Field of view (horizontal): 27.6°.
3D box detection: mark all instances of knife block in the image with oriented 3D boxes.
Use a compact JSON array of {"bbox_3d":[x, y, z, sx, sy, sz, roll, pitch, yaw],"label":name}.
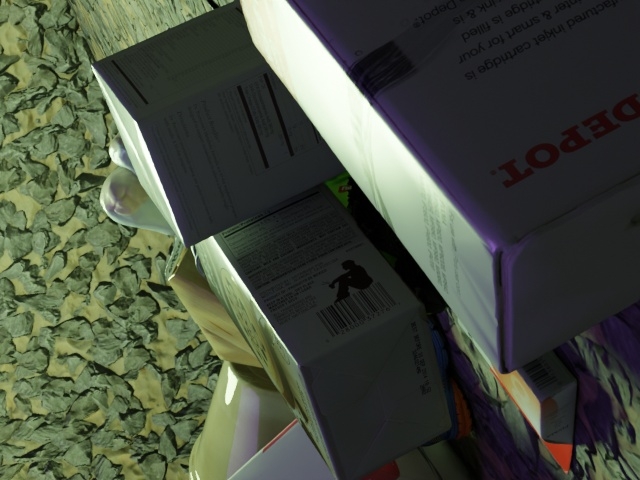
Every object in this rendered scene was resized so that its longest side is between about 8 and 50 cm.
[{"bbox_3d":[-0.030,0.098,1.623,0.242,0.088,0.276,6,146,25],"label":"knife block"}]

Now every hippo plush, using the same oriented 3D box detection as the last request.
[{"bbox_3d":[-0.142,-0.048,1.723,0.236,0.234,0.294,29,121,50],"label":"hippo plush"}]

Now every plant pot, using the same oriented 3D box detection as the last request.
[{"bbox_3d":[-0.050,0.284,2.020,0.323,0.323,0.280,-131,34,-50],"label":"plant pot"}]

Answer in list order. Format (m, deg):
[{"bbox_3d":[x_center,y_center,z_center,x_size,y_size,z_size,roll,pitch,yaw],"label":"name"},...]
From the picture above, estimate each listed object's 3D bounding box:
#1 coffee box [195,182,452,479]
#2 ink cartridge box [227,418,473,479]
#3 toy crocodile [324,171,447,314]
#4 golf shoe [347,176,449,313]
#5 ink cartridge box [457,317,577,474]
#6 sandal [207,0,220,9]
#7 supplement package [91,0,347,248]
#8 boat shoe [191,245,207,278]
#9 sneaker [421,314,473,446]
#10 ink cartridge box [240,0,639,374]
[{"bbox_3d":[-0.014,0.050,1.173,0.297,0.119,0.168,52,164,46],"label":"coffee box"},{"bbox_3d":[0.038,0.310,1.569,0.283,0.207,0.117,27,-157,-52],"label":"ink cartridge box"},{"bbox_3d":[0.044,-0.035,1.324,0.340,0.105,0.115,-127,16,-57],"label":"toy crocodile"},{"bbox_3d":[0.090,-0.016,1.153,0.198,0.094,0.077,63,144,35],"label":"golf shoe"},{"bbox_3d":[0.179,0.132,1.214,0.145,0.045,0.179,55,164,35],"label":"ink cartridge box"},{"bbox_3d":[-0.093,-0.274,1.461,0.254,0.054,0.097,57,167,26],"label":"sandal"},{"bbox_3d":[-0.049,-0.125,1.129,0.139,0.244,0.134,49,162,52],"label":"supplement package"},{"bbox_3d":[-0.103,-0.001,1.485,0.301,0.102,0.108,45,163,45],"label":"boat shoe"},{"bbox_3d":[0.101,0.146,1.477,0.221,0.087,0.083,66,167,-17],"label":"sneaker"},{"bbox_3d":[0.100,-0.098,0.657,0.273,0.197,0.114,55,168,35],"label":"ink cartridge box"}]
